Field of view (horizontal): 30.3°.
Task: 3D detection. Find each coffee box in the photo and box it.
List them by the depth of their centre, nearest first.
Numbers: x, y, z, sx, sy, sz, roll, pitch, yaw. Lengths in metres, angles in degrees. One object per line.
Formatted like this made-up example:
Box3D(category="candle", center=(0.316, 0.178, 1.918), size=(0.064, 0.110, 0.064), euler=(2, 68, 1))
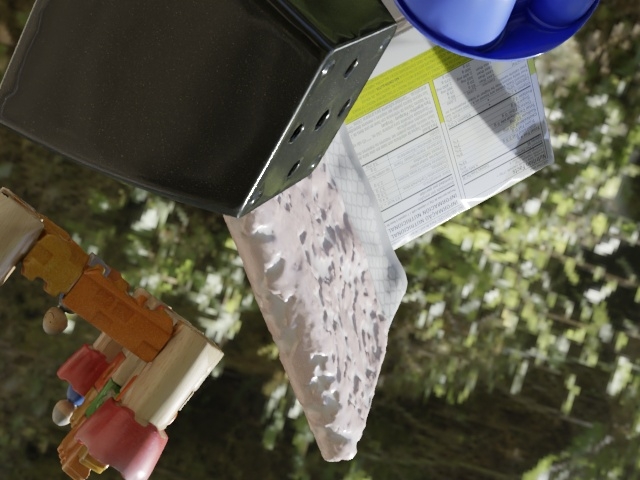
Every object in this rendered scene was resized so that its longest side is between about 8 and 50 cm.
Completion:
Box3D(category="coffee box", center=(0.082, -0.231, 1.684), size=(0.337, 0.338, 0.334), euler=(54, -10, 48))

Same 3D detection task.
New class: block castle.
Box3D(category="block castle", center=(-0.305, 0.107, 1.317), size=(0.213, 0.303, 0.453), euler=(-54, -166, -6))

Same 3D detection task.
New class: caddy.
Box3D(category="caddy", center=(0.165, -0.351, 1.178), size=(0.179, 0.241, 0.341), euler=(121, -48, -80))

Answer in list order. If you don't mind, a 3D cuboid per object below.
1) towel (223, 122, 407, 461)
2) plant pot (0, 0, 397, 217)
Box3D(category="towel", center=(0.000, 0.000, 1.198), size=(0.317, 0.053, 0.332), euler=(-65, 138, -58))
Box3D(category="plant pot", center=(-0.064, -0.123, 0.759), size=(0.187, 0.167, 0.188), euler=(-58, 171, 27))
